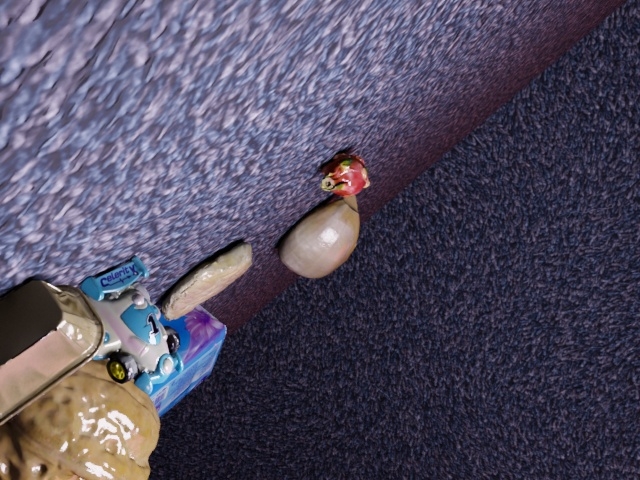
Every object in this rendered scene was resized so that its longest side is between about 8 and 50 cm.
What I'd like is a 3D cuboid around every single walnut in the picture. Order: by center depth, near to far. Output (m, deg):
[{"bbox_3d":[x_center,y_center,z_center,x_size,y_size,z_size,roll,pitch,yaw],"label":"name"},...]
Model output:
[{"bbox_3d":[-0.351,0.271,1.039,0.224,0.257,0.257,-55,176,-6],"label":"walnut"}]

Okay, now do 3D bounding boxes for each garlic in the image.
[{"bbox_3d":[-0.012,0.013,1.862,0.196,0.151,0.338,-50,-177,-31],"label":"garlic"}]

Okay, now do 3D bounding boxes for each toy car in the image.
[{"bbox_3d":[-0.245,0.110,0.964,0.126,0.161,0.098,-30,159,-52],"label":"toy car"}]

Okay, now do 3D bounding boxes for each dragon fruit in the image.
[{"bbox_3d":[0.043,-0.119,1.362,0.086,0.081,0.116,-29,180,24],"label":"dragon fruit"}]

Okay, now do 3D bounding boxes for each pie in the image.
[{"bbox_3d":[-0.219,0.080,1.424,0.218,0.052,0.185,-36,177,-1],"label":"pie"}]

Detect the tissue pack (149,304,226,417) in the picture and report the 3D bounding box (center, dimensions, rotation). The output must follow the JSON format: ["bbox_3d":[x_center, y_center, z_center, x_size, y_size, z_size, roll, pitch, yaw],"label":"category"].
[{"bbox_3d":[-0.341,0.260,1.506,0.263,0.146,0.198,-39,161,-44],"label":"tissue pack"}]

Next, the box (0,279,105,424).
[{"bbox_3d":[-0.322,0.118,0.783,0.177,0.111,0.111,-37,175,-14],"label":"box"}]
